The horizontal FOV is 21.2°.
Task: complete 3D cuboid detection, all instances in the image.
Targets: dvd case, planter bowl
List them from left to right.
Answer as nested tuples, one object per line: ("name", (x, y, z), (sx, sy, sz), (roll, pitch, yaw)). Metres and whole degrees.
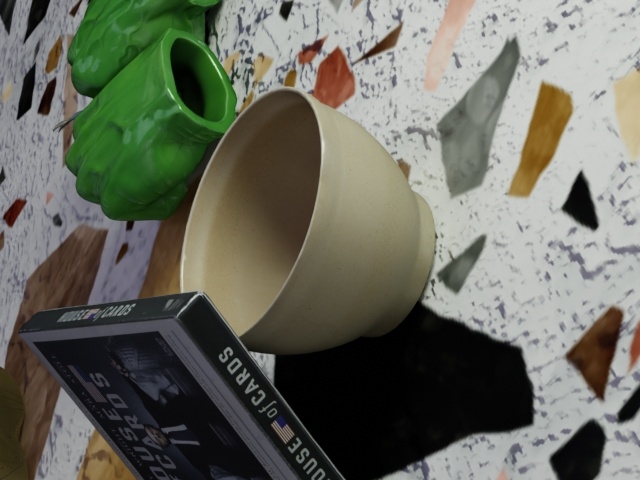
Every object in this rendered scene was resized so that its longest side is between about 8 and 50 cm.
("dvd case", (-0.085, 0.113, 1.072), (0.029, 0.179, 0.238), (-45, 18, -27))
("planter bowl", (0.000, 0.000, 1.043), (0.162, 0.109, 0.162), (-36, 44, 45))

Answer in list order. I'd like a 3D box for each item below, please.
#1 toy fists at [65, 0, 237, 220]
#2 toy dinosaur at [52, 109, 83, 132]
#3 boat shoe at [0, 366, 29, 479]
("toy fists", (-0.139, -0.131, 1.383), (0.142, 0.096, 0.279), (-39, 39, 29))
("toy dinosaur", (-0.191, -0.108, 1.534), (0.090, 0.047, 0.082), (-38, 18, -9))
("boat shoe", (-0.291, 0.174, 1.498), (0.049, 0.056, 0.152), (-46, 37, 29))
